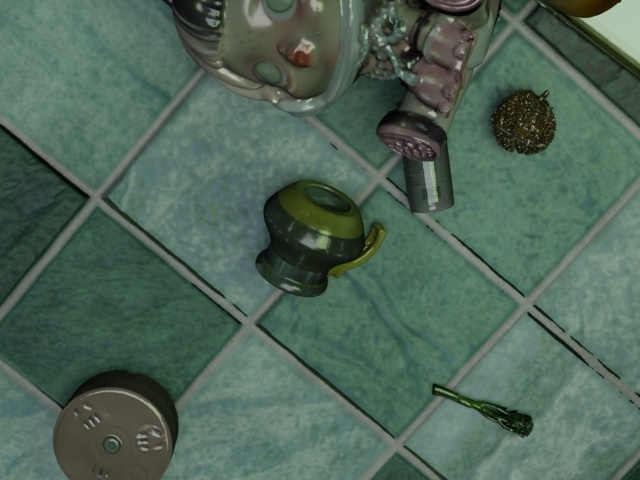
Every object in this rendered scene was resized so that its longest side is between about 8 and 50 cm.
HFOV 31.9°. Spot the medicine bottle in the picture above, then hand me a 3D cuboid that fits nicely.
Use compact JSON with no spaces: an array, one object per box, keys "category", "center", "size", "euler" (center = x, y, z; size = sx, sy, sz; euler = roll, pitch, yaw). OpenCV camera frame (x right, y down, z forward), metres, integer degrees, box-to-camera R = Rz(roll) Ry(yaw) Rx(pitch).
[{"category":"medicine bottle","center":[0.122,-0.135,1.349],"size":[0.057,0.057,0.199],"euler":[-9,101,2]}]

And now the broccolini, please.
[{"category":"broccolini","center":[0.208,0.217,1.433],"size":[0.140,0.035,0.030],"euler":[22,97,-3]}]

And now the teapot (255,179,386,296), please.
[{"category":"teapot","center":[0.000,0.000,1.354],"size":[0.165,0.130,0.119],"euler":[8,120,-33]}]

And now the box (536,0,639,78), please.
[{"category":"box","center":[0.391,-0.313,1.319],"size":[0.270,0.045,0.211],"euler":[33,99,-6]}]

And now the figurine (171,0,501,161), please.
[{"category":"figurine","center":[0.010,-0.244,1.239],"size":[0.361,0.211,0.253],"euler":[16,116,5]}]

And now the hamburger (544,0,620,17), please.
[{"category":"hamburger","center":[0.297,-0.335,1.177],"size":[0.237,0.237,0.147],"euler":[-44,84,8]}]

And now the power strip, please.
[{"category":"power strip","center":[-0.258,0.247,1.416],"size":[0.154,0.078,0.154],"euler":[0,101,-1]}]

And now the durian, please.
[{"category":"durian","center":[0.247,-0.143,1.337],"size":[0.080,0.080,0.091],"euler":[35,120,-7]}]
